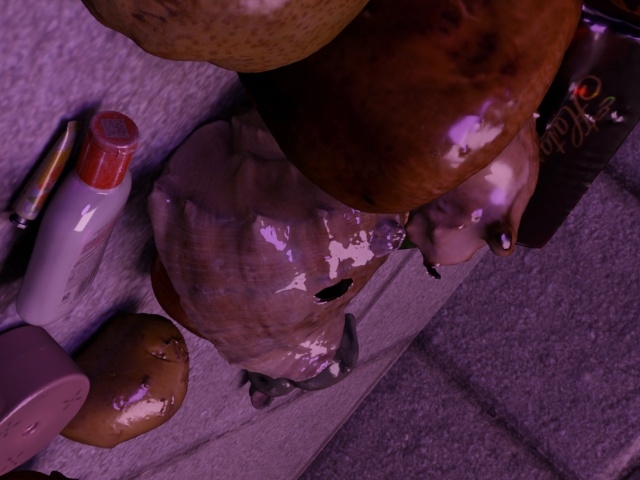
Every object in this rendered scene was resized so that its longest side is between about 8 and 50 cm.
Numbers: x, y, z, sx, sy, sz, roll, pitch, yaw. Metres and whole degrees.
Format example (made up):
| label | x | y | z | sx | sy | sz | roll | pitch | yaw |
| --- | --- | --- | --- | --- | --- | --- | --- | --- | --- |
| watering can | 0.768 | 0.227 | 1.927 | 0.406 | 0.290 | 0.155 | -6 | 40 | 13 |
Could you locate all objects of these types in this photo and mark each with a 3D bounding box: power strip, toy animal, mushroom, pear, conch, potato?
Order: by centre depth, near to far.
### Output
| label | x | y | z | sx | sy | sz | roll | pitch | yaw |
| --- | --- | --- | --- | --- | --- | --- | --- | --- | --- |
| pear | -0.054 | -0.202 | 0.721 | 0.211 | 0.188 | 0.228 | -52 | 157 | 9 |
| mushroom | 0.076 | -0.161 | 0.930 | 0.259 | 0.345 | 0.345 | 33 | 103 | -32 |
| conch | -0.031 | -0.009 | 1.167 | 0.263 | 0.324 | 0.186 | -12 | -171 | -23 |
| power strip | -0.308 | 0.159 | 1.170 | 0.154 | 0.078 | 0.154 | -40 | 163 | -15 |
| potato | -0.221 | 0.161 | 1.332 | 0.176 | 0.137 | 0.137 | -41 | 164 | -16 |
| toy animal | -0.054 | 0.206 | 1.948 | 0.251 | 0.125 | 0.127 | -37 | -161 | 31 |

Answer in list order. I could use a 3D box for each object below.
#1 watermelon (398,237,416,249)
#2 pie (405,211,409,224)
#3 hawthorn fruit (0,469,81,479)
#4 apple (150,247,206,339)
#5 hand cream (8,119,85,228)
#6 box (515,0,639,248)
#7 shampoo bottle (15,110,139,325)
| label | x | y | z | sx | sy | sz | roll | pitch | yaw |
| --- | --- | --- | --- | --- | --- | --- | --- | --- | --- |
| watermelon | 0.103 | -0.088 | 1.466 | 0.214 | 0.188 | 0.188 | -36 | 162 | -28 |
| pie | 0.038 | -0.073 | 1.327 | 0.205 | 0.179 | 0.084 | -60 | 172 | -10 |
| hawthorn fruit | -0.332 | 0.405 | 1.347 | 0.311 | 0.295 | 0.295 | -17 | 147 | -56 |
| apple | -0.111 | 0.035 | 1.297 | 0.146 | 0.131 | 0.146 | -37 | 161 | -15 |
| hand cream | -0.222 | -0.055 | 0.971 | 0.102 | 0.022 | 0.035 | -55 | 174 | 13 |
| box | 0.213 | -0.226 | 1.135 | 0.264 | 0.116 | 0.415 | 120 | -16 | -45 |
| shampoo bottle | -0.204 | -0.020 | 1.026 | 0.108 | 0.051 | 0.221 | -52 | 174 | -47 |
